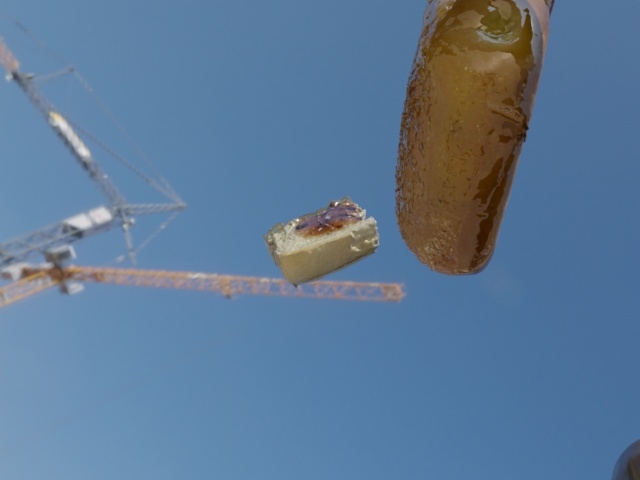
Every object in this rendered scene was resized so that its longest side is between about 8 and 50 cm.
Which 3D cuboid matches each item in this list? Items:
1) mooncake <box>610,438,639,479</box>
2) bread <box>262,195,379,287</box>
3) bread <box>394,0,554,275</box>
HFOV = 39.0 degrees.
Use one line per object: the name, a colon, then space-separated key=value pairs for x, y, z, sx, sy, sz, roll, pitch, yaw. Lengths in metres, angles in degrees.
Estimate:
mooncake: x=0.433 y=0.325 z=0.965 sx=0.306 sy=0.154 sz=0.306 roll=4 pitch=-61 yaw=8
bread: x=0.000 y=0.000 z=0.581 sx=0.083 sy=0.070 sz=0.035 roll=-115 pitch=-176 yaw=-73
bread: x=0.166 y=-0.157 z=1.041 sx=0.148 sy=0.328 sz=0.337 roll=13 pitch=-47 yaw=9
